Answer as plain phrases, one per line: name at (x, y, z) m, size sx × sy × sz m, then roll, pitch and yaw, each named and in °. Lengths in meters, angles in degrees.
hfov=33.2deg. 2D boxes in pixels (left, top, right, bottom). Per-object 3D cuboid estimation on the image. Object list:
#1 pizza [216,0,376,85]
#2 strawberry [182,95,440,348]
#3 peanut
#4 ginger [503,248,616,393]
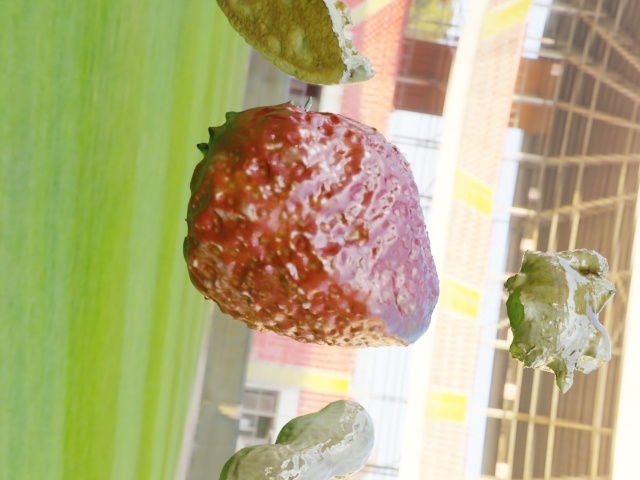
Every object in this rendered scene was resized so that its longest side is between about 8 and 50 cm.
pizza at (-0.053, -0.341, 1.646) m, size 0.268 × 0.087 × 0.257 m, roll -9°, pitch -77°, yaw 48°
strawberry at (0.000, 0.000, 1.067) m, size 0.257 × 0.277 × 0.257 m, roll -37°, pitch 153°, yaw -23°
peanut at (-0.024, 0.268, 1.325) m, size 0.104 × 0.228 × 0.085 m, roll 30°, pitch -51°, yaw 38°
ginger at (0.332, 0.110, 1.497) m, size 0.102 × 0.157 × 0.216 m, roll 114°, pitch -19°, yaw -66°
